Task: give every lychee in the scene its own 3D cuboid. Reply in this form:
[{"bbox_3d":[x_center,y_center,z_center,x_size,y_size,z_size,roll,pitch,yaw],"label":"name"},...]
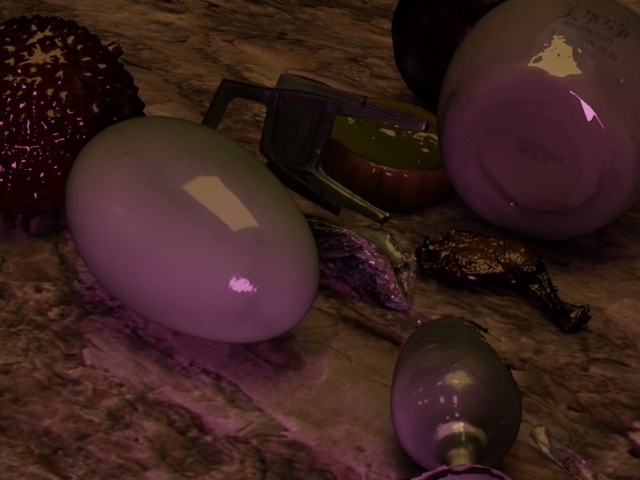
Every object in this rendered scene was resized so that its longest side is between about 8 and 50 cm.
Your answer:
[{"bbox_3d":[-0.375,-0.164,1.901,0.276,0.276,0.304,26,59,39],"label":"lychee"}]

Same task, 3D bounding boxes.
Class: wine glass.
[{"bbox_3d":[0.128,0.190,1.357,0.143,0.143,0.321,3,26,1],"label":"wine glass"}]

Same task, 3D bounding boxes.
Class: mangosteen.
[{"bbox_3d":[0.278,-0.305,2.278,0.306,0.359,0.306,-26,6,3],"label":"mangosteen"}]

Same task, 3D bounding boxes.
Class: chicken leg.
[{"bbox_3d":[0.232,0.043,1.766,0.253,0.051,0.106,23,39,33],"label":"chicken leg"}]

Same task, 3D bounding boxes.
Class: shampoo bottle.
[{"bbox_3d":[0.313,-0.165,1.891,0.322,0.322,0.317,12,36,18],"label":"shampoo bottle"}]

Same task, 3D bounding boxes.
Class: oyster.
[{"bbox_3d":[0.001,-0.003,1.796,0.252,0.087,0.199,23,2,-4],"label":"oyster"}]

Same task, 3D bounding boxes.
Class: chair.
[{"bbox_3d":[-0.037,-0.122,1.883,0.274,0.190,0.203,22,6,33],"label":"chair"}]

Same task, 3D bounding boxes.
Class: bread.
[{"bbox_3d":[0.095,-0.128,2.040,0.236,0.070,0.236,8,33,-5],"label":"bread"}]

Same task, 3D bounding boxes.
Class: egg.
[{"bbox_3d":[-0.149,-0.011,1.637,0.230,0.230,0.371,-19,39,-37],"label":"egg"}]

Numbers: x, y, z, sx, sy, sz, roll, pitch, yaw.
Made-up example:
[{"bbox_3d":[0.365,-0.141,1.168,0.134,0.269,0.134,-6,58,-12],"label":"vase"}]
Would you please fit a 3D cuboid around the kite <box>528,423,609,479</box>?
[{"bbox_3d":[0.306,0.266,1.248,0.314,0.011,0.335,36,43,20],"label":"kite"}]
